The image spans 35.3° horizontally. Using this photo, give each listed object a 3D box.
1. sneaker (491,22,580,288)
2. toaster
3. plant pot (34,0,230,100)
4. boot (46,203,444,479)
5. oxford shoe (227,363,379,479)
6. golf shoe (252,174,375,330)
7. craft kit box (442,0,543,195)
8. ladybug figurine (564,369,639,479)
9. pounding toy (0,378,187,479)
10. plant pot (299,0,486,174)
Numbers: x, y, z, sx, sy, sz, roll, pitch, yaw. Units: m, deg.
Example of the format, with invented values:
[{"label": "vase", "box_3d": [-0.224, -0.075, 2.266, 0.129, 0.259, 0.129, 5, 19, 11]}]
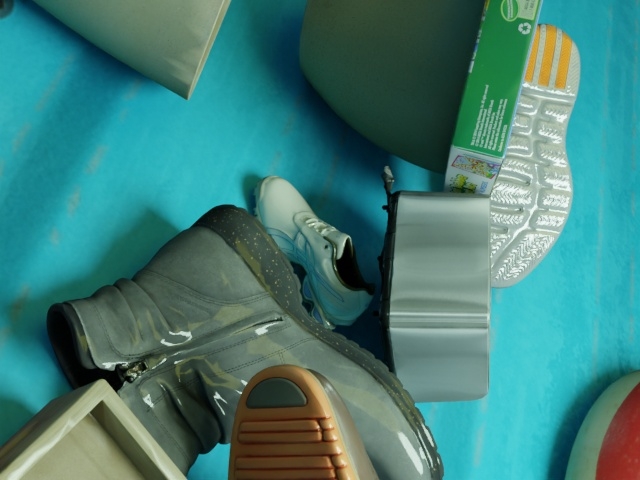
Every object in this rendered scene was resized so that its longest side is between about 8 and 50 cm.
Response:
[{"label": "sneaker", "box_3d": [0.230, -0.098, 1.251, 0.125, 0.180, 0.321, 16, 87, -10]}, {"label": "toaster", "box_3d": [0.115, 0.049, 1.004, 0.110, 0.185, 0.168, 0, 52, 9]}, {"label": "plant pot", "box_3d": [-0.202, -0.302, 0.939, 0.274, 0.256, 0.256, 22, 50, -9]}, {"label": "boot", "box_3d": [-0.065, 0.149, 0.863, 0.338, 0.118, 0.223, 47, 50, 3]}, {"label": "oxford shoe", "box_3d": [0.027, 0.258, 0.810, 0.133, 0.130, 0.363, -28, 108, -51]}, {"label": "golf shoe", "box_3d": [0.000, 0.000, 1.013, 0.069, 0.086, 0.176, -23, 78, -44]}, {"label": "craft kit box", "box_3d": [0.179, -0.169, 1.022, 0.061, 0.246, 0.249, 14, 79, 10]}, {"label": "ladybug figurine", "box_3d": [0.428, 0.302, 1.136, 0.305, 0.162, 0.449, 45, 43, -9]}, {"label": "pounding toy", "box_3d": [-0.217, 0.177, 0.698, 0.206, 0.094, 0.181, 53, 46, -10]}, {"label": "plant pot", "box_3d": [0.084, -0.234, 1.134, 0.191, 0.284, 0.284, 15, 48, 7]}]
